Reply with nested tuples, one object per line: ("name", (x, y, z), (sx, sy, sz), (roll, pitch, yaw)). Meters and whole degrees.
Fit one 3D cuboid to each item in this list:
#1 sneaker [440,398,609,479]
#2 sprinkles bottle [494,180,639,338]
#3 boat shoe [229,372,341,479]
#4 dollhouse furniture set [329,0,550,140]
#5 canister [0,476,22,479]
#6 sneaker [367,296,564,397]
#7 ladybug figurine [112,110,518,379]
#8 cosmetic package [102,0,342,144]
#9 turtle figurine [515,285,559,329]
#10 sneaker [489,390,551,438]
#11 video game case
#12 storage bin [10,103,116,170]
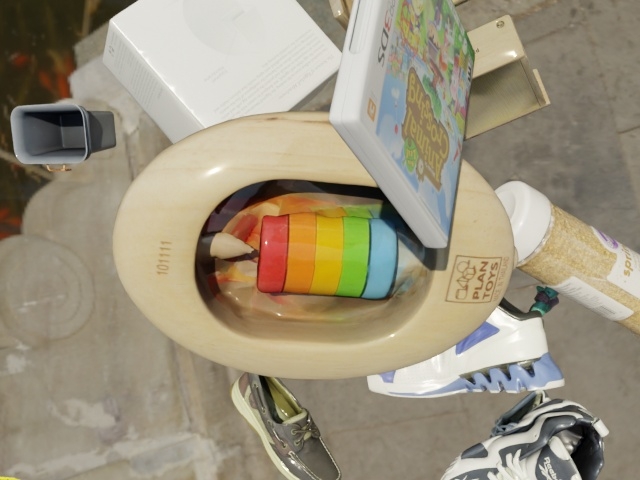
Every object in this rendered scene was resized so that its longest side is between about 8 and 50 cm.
("sneaker", (0.229, 0.266, 0.932), (0.235, 0.153, 0.094), (-30, 84, -9))
("sprinkles bottle", (0.406, 0.037, 1.286), (0.121, 0.355, 0.121), (-48, 26, 33))
("boat shoe", (-0.046, 0.280, 1.239), (0.223, 0.080, 0.073), (48, 129, 16))
("dollhouse furniture set", (0.134, -0.246, 0.852), (0.212, 0.161, 0.242), (-21, 74, 18))
("canister", (-0.305, 0.330, 0.803), (0.126, 0.073, 0.170), (8, 91, 30))
("sneaker", (0.235, 0.161, 1.365), (0.315, 0.127, 0.182), (-10, 80, 29))
("ladybug figurine", (0.000, 0.000, 0.935), (0.162, 0.449, 0.305), (-112, 31, -69))
("cosmetic package", (-0.129, -0.240, 1.114), (0.224, 0.224, 0.138), (49, 158, -3))
("turtle figurine", (0.402, 0.169, 1.686), (0.118, 0.234, 0.175), (46, 158, 7))
("sneaker", (0.354, 0.385, 1.591), (0.094, 0.258, 0.091), (12, 137, 53))
("video game case", (0.073, -0.122, 0.632), (0.023, 0.212, 0.193), (2, 68, 26))
("storage bin", (-0.371, -0.154, 1.229), (0.135, 0.091, 0.098), (2, 101, 25))
